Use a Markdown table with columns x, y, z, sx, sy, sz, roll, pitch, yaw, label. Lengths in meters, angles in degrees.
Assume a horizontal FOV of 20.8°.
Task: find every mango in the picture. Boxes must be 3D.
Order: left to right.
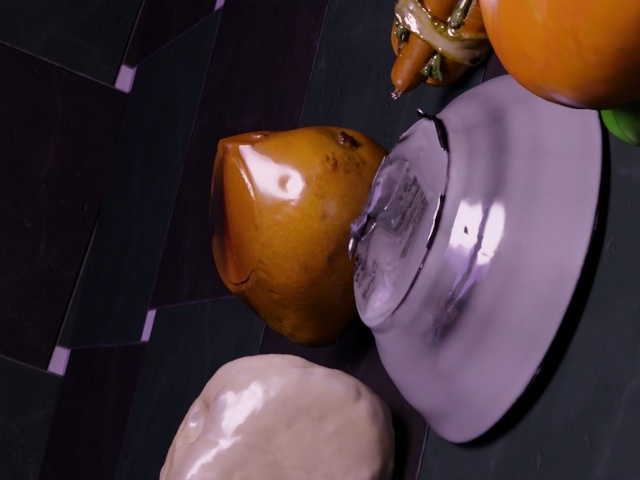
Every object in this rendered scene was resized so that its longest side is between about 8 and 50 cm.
| x | y | z | sx | sy | sz | roll | pitch | yaw | label |
| --- | --- | --- | --- | --- | --- | --- | --- | --- | --- |
| 0.000 | 0.000 | 1.545 | 0.236 | 0.166 | 0.136 | 101 | 149 | -45 | mango |

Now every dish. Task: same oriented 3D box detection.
| x | y | z | sx | sy | sz | roll | pitch | yaw | label |
| --- | --- | --- | --- | --- | --- | --- | --- | --- | --- |
| 0.100 | -0.003 | 1.361 | 0.316 | 0.106 | 0.316 | -164 | 90 | -72 | dish |

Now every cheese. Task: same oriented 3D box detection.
| x | y | z | sx | sy | sz | roll | pitch | yaw | label |
| --- | --- | --- | --- | --- | --- | --- | --- | --- | --- |
| -0.045 | 0.198 | 1.512 | 0.248 | 0.174 | 0.251 | -62 | 8 | 17 | cheese |

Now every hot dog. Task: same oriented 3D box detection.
| x | y | z | sx | sy | sz | roll | pitch | yaw | label |
| --- | --- | --- | --- | --- | --- | --- | --- | --- | --- |
| 0.123 | -0.230 | 1.496 | 0.109 | 0.072 | 0.269 | 43 | 130 | 23 | hot dog |

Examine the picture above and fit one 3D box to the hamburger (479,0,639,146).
| x | y | z | sx | sy | sz | roll | pitch | yaw | label |
| --- | --- | --- | --- | --- | --- | --- | --- | --- | --- |
| 0.221 | -0.224 | 0.856 | 0.396 | 0.277 | 0.395 | -168 | 90 | -80 | hamburger |
